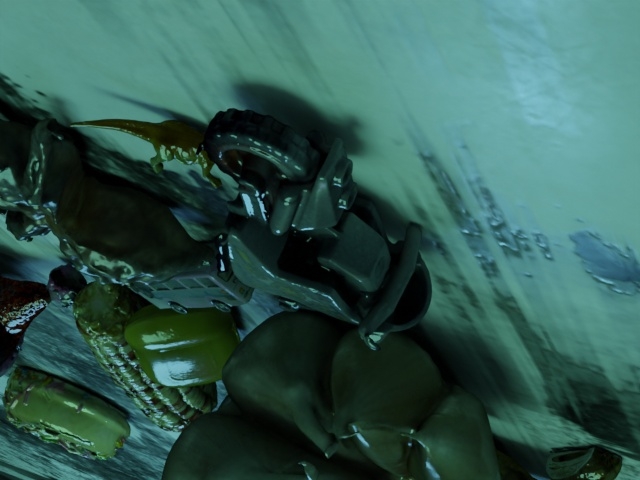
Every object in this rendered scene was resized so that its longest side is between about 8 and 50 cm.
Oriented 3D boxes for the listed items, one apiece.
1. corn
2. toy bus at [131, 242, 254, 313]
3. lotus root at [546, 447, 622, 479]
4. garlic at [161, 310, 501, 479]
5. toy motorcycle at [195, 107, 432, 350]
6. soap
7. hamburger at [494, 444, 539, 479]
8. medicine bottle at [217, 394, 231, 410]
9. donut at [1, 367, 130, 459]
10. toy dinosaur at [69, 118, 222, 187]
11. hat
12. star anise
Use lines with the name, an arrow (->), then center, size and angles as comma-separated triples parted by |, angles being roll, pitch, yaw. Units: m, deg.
corn -> -0.156, 0.105, 1.371 | 0.079, 0.079, 0.237 | 15, 160, 23
toy bus -> -0.094, 0.027, 1.137 | 0.052, 0.037, 0.131 | 36, 157, -30
lotus root -> 0.211, 0.187, 1.241 | 0.037, 0.030, 0.083 | 26, 163, -14
garlic -> 0.009, 0.163, 1.143 | 0.237, 0.210, 0.292 | 18, 172, 34
toy motorcycle -> 0.000, 0.000, 0.881 | 0.122, 0.080, 0.215 | 18, 157, 16
soap -> -0.111, 0.083, 1.271 | 0.089, 0.045, 0.140 | -13, 155, -1
hamburger -> 0.064, 0.300, 1.329 | 0.319, 0.318, 0.158 | 16, 157, 21
medicine bottle -> -0.067, 0.197, 1.507 | 0.090, 0.090, 0.216 | 23, 163, -2
donut -> -0.320, 0.222, 1.923 | 0.175, 0.068, 0.174 | 20, 162, 7
toy dinosaur -> -0.089, -0.056, 0.907 | 0.113, 0.026, 0.041 | 9, 153, 12
hat -> -0.286, 0.070, 1.377 | 0.129, 0.140, 0.227 | 24, 152, -39
star anise -> -0.185, -0.025, 1.055 | 0.172, 0.063, 0.208 | 10, 159, 38
